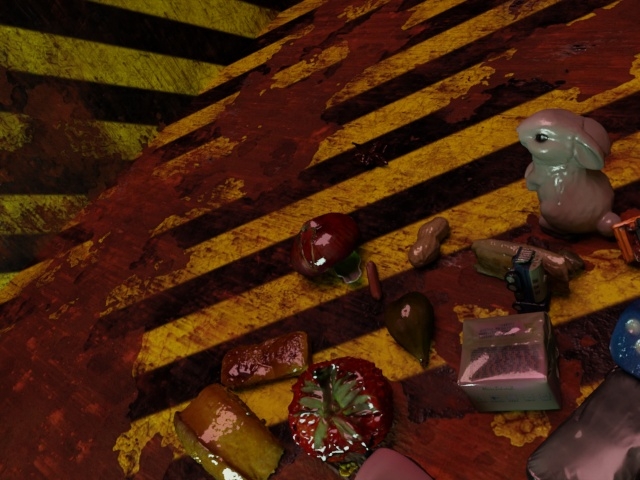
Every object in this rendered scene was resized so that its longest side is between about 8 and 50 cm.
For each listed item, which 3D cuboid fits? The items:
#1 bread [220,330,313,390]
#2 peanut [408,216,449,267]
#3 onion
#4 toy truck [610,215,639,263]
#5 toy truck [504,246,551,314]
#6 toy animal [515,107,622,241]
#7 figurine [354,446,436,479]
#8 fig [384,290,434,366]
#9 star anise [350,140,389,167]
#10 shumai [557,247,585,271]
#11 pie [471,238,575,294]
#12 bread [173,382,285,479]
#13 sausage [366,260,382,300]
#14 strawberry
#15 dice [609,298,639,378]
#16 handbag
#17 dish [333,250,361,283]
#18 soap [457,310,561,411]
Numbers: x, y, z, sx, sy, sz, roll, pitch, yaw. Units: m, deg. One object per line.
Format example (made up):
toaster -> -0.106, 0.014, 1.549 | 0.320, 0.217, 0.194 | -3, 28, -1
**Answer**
bread -> -0.153, 0.345, 1.785 | 0.270, 0.077, 0.139 | -15, 45, 16
peanut -> 0.316, 0.001, 1.833 | 0.082, 0.082, 0.187 | 4, 50, 37
onion -> 0.007, 0.006, 1.941 | 0.247, 0.162, 0.248 | -25, 2, 1
toy truck -> 0.834, -0.032, 1.466 | 0.270, 0.114, 0.135 | -21, -3, 17
toy truck -> 0.499, 0.097, 1.509 | 0.088, 0.202, 0.074 | 6, 49, 34
toy animal -> 0.627, -0.173, 1.587 | 0.257, 0.357, 0.194 | 17, 58, 42
figurine -> 0.134, 0.612, 1.216 | 0.206, 0.285, 0.315 | -10, 18, 39
fig -> 0.239, 0.219, 1.620 | 0.132, 0.127, 0.185 | -17, 36, -2
star anise -> 0.160, -0.324, 2.230 | 0.158, 0.144, 0.141 | -22, 32, 14
shumai -> 0.612, 0.067, 1.590 | 0.081, 0.082, 0.083 | -63, 19, 22
pie -> 0.504, 0.062, 1.606 | 0.282, 0.129, 0.068 | 13, 45, 44
bread -> -0.255, 0.486, 1.622 | 0.194, 0.179, 0.340 | -44, 41, -15
sausage -> 0.156, 0.119, 1.850 | 0.035, 0.030, 0.147 | -23, 39, 16
strawberry -> 0.058, 0.392, 1.510 | 0.260, 0.257, 0.261 | -6, 75, 23
dice -> 0.690, 0.204, 1.282 | 0.143, 0.147, 0.146 | -5, 23, -33
handbag -> 0.573, 0.397, 1.255 | 0.332, 0.075, 0.191 | -44, 37, -9
dish -> 0.094, 0.092, 1.911 | 0.091, 0.039, 0.137 | -32, 35, 6
soap -> 0.427, 0.276, 1.419 | 0.199, 0.138, 0.182 | -9, 43, 27
